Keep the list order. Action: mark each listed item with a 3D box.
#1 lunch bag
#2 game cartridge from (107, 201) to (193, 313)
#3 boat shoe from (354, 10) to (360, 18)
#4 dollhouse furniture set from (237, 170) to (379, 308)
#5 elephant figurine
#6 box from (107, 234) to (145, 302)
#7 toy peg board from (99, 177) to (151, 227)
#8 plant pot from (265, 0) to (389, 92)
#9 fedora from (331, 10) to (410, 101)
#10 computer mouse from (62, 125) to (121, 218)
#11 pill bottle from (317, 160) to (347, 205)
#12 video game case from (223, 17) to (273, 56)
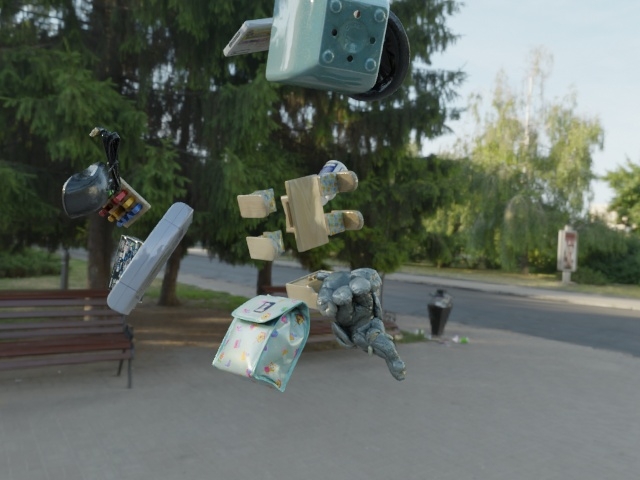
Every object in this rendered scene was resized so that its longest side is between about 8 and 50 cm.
[{"bbox_3d":[-0.163,0.279,1.502,0.160,0.262,0.223,37,-24,-34],"label":"lunch bag"},{"bbox_3d":[-0.415,0.045,1.276,0.062,0.297,0.198,32,-16,-4],"label":"game cartridge"},{"bbox_3d":[0.158,-0.754,1.658,0.095,0.095,0.257,-5,-39,-28],"label":"boat shoe"},{"bbox_3d":[0.000,0.000,1.581,0.362,0.393,0.257,-19,14,-38],"label":"dollhouse furniture set"},{"bbox_3d":[0.092,0.195,1.209,0.170,0.239,0.186,-18,21,24],"label":"elephant figurine"},{"bbox_3d":[-0.707,0.102,1.935,0.175,0.220,0.051,14,-1,39],"label":"box"},{"bbox_3d":[-0.725,-0.121,1.845,0.161,0.160,0.079,-31,22,33],"label":"toy peg board"},{"bbox_3d":[0.031,-0.476,1.220,0.248,0.247,0.252,3,18,-20],"label":"plant pot"},{"bbox_3d":[0.172,-0.683,1.884,0.334,0.333,0.152,3,24,9],"label":"fedora"},{"bbox_3d":[-0.517,-0.166,1.211,0.060,0.184,0.262,5,22,2],"label":"computer mouse"},{"bbox_3d":[0.025,-0.204,1.867,0.094,0.094,0.169,3,44,32],"label":"pill bottle"},{"bbox_3d":[-0.148,-0.583,1.466,0.213,0.023,0.193,-20,6,-28],"label":"video game case"}]
